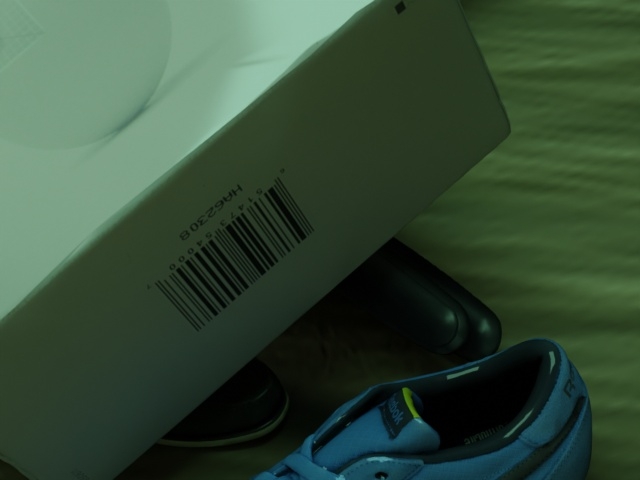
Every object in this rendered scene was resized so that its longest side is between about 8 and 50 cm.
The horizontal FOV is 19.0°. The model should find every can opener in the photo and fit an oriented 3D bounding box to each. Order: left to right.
[{"bbox_3d":[0.000,0.000,0.798,0.186,0.073,0.059,29,17,30],"label":"can opener"}]

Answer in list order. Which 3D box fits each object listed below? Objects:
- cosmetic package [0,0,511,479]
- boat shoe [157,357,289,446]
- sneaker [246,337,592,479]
[{"bbox_3d":[-0.092,-0.065,0.723,0.224,0.138,0.224,-40,61,-4],"label":"cosmetic package"},{"bbox_3d":[-0.075,0.046,0.765,0.133,0.042,0.049,17,49,24],"label":"boat shoe"},{"bbox_3d":[-0.001,0.092,0.675,0.209,0.082,0.069,-23,47,-10],"label":"sneaker"}]
